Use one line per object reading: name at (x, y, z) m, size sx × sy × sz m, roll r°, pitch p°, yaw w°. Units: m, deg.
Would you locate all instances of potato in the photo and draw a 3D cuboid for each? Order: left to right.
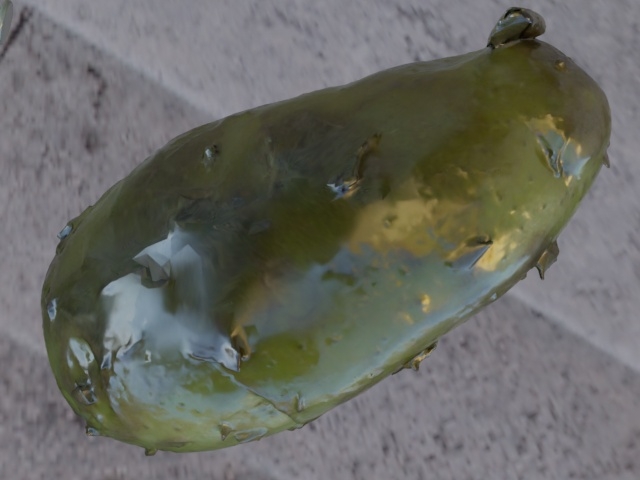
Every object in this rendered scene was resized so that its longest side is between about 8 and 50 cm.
potato at (0.000, 0.000, 0.668) m, size 0.225 × 0.117 × 0.090 m, roll -28°, pitch 161°, yaw 12°

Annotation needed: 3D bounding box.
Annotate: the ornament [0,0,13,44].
ornament at (-0.243, -0.147, 1.188) m, size 0.092 × 0.041 × 0.068 m, roll 35°, pitch 126°, yaw -19°
